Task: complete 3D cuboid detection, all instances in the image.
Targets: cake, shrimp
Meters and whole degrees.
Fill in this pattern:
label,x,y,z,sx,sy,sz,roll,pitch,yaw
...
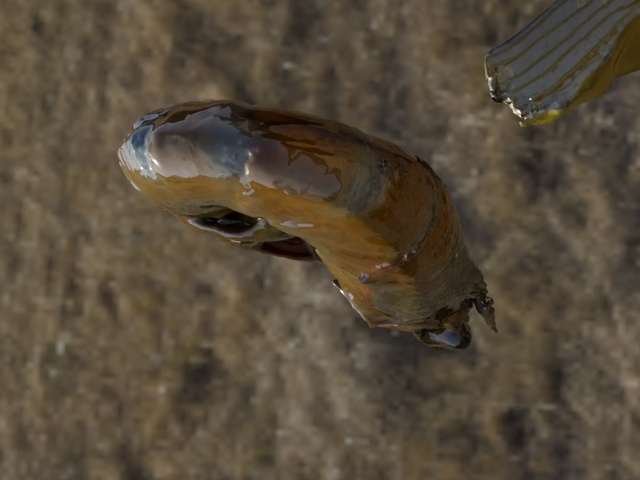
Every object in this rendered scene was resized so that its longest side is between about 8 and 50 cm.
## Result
label,x,y,z,sx,sy,sz,roll,pitch,yaw
cake,0.218,-0.165,1.415,0.079,0.185,0.116,61,160,19
shrimp,0.000,0.000,0.859,0.287,0.152,0.063,47,-128,-65
